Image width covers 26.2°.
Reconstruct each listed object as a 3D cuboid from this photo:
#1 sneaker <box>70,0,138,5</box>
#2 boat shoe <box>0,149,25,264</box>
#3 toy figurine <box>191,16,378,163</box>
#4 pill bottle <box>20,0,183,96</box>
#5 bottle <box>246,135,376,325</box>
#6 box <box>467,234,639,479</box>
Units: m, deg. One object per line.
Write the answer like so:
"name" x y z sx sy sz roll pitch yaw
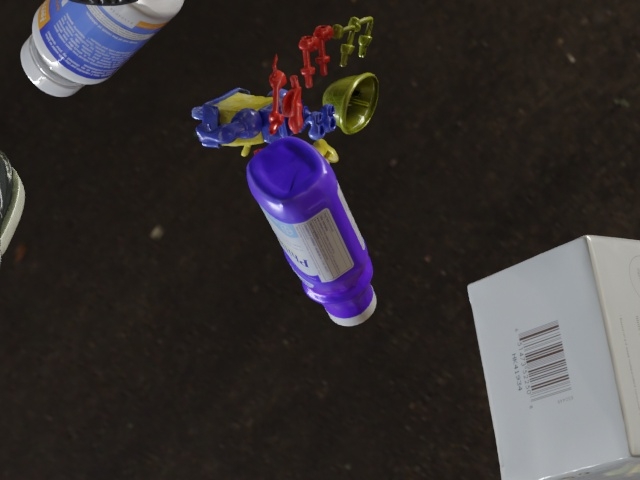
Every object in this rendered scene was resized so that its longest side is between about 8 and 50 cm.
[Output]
"sneaker" -0.240 -0.274 1.149 0.084 0.234 0.097 109 178 -54
"boat shoe" -0.353 0.025 1.254 0.127 0.113 0.340 4 49 11
"toy figurine" -0.078 -0.210 1.979 0.217 0.191 0.362 2 22 24
"pill bottle" -0.338 -0.330 2.071 0.272 0.152 0.152 -33 43 40
"bottle" 0.000 0.000 1.680 0.092 0.283 0.118 -35 49 -8
"box" 0.343 0.130 1.407 0.168 0.345 0.215 -27 64 47
